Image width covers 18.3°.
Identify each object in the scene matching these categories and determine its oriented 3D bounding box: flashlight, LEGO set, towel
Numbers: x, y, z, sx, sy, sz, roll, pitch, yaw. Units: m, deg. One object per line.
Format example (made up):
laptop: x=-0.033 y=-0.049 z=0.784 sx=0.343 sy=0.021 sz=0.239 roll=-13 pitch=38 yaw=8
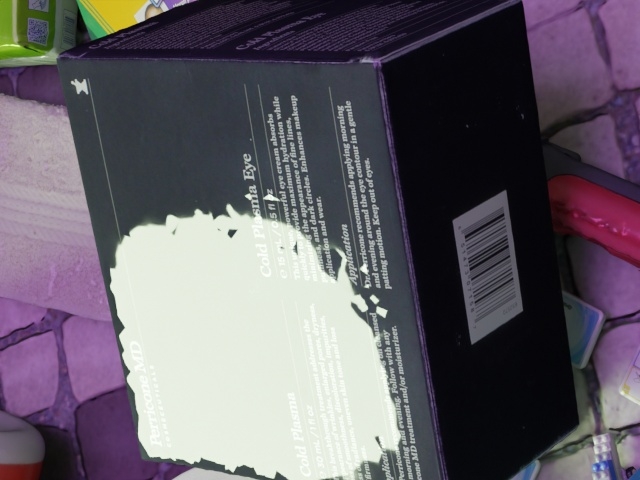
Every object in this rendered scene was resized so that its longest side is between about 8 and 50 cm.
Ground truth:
flashlight: x=0.226 y=0.001 z=1.482 sx=0.304 sy=0.103 sz=0.103 roll=25 pitch=93 yaw=31
LEGO set: x=0.210 y=0.157 z=1.501 sx=0.244 sy=0.060 sz=0.182 roll=30 pitch=104 yaw=31
towel: x=-0.257 y=-0.036 z=1.825 sx=0.282 sy=0.049 sz=0.187 roll=11 pitch=91 yaw=33

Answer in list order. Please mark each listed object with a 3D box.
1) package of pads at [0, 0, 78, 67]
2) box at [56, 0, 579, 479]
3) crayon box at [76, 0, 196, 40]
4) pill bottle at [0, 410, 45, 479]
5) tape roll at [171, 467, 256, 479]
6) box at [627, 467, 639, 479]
package of pads: x=-0.360 y=-0.277 z=1.890 sx=0.297 sy=0.101 sz=0.229 roll=-1 pitch=85 yaw=32
box: x=0.000 y=0.000 z=1.487 sx=0.313 sy=0.179 sz=0.343 roll=6 pitch=113 yaw=39
crayon box: x=-0.085 y=-0.217 z=1.655 sx=0.278 sy=0.081 sz=0.165 roll=-25 pitch=85 yaw=46
pill bottle: x=-0.383 y=0.323 z=1.765 sx=0.210 sy=0.210 sz=0.362 roll=15 pitch=92 yaw=33
tape roll: x=-0.033 y=0.364 z=1.620 sx=0.392 sy=0.072 sz=0.392 roll=-5 pitch=81 yaw=32
box: x=0.252 y=0.264 z=1.374 sx=0.100 sy=0.060 sz=0.244 roll=28 pitch=140 yaw=31
